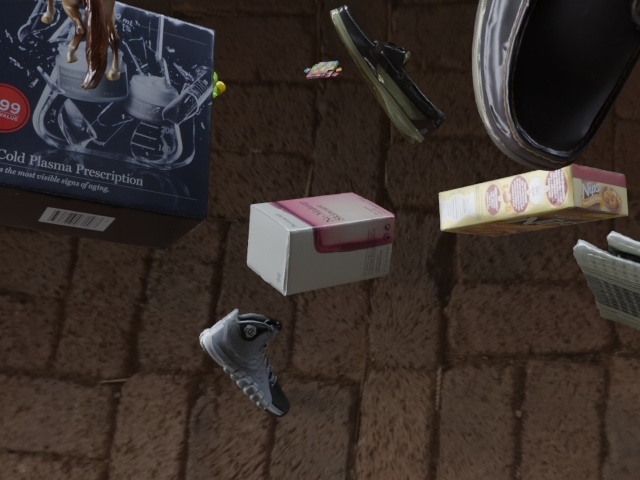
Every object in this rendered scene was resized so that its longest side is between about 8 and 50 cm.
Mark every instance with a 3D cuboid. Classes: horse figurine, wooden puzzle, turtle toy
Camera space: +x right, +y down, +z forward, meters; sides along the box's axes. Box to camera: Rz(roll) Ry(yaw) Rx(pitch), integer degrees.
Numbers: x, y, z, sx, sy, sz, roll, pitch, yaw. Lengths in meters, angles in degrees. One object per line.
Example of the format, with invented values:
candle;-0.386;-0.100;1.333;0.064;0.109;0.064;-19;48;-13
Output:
horse figurine;-0.266;-0.277;0.820;0.066;0.174;0.263;-21;59;-26
wooden puzzle;0.004;-0.325;1.502;0.083;0.006;0.049;2;44;28
turtle toy;-0.242;-0.302;1.570;0.095;0.130;0.066;-45;113;-31

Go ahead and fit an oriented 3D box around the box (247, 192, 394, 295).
box;0.000;0.000;1.460;0.232;0.148;0.127;-9;115;-32

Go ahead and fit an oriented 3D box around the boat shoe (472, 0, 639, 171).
boat shoe;0.215;-0.229;0.596;0.132;0.130;0.355;16;90;-8

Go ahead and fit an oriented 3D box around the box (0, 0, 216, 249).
box;-0.346;-0.178;1.147;0.343;0.179;0.312;9;70;-28

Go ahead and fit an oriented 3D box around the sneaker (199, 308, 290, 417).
sneaker;-0.102;0.216;1.448;0.132;0.086;0.229;-42;110;1

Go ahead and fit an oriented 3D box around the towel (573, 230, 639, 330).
towel;0.588;0.103;1.283;0.324;0.312;0.056;21;76;36

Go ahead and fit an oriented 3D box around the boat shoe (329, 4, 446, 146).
boat shoe;0.095;-0.239;1.103;0.073;0.080;0.223;-33;88;9

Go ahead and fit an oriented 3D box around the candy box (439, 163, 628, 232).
candy box;0.410;-0.072;1.549;0.183;0.316;0.087;4;81;-39
